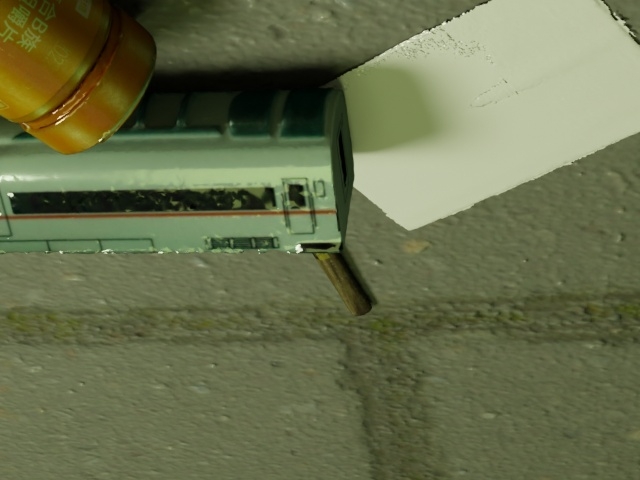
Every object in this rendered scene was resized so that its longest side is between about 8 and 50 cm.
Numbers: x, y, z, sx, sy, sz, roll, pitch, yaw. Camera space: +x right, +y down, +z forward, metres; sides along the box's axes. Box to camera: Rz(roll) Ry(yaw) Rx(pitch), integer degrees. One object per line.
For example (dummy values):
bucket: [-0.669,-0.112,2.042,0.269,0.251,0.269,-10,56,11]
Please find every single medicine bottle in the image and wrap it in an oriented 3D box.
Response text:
medicine bottle: [-0.193,-0.136,0.990,0.096,0.096,0.192,-26,132,34]

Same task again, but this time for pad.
pad: [0.102,-0.083,1.103,0.232,0.004,0.156,-24,134,32]

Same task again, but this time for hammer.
hammer: [0.000,0.000,1.214,0.062,0.017,0.182,-11,141,20]

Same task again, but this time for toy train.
toy train: [-0.185,-0.046,1.111,0.407,0.086,0.088,-1,131,9]
